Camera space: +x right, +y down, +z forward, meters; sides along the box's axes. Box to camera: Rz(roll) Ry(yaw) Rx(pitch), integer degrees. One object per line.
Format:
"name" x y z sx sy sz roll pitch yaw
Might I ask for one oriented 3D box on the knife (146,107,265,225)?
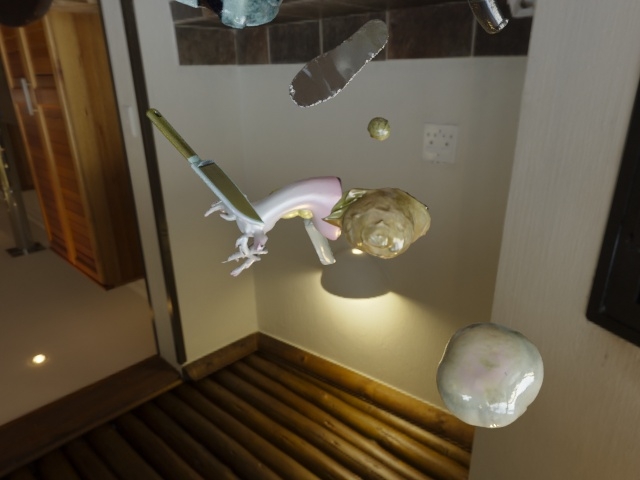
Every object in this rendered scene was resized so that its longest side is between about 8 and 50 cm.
"knife" -0.234 -0.153 0.907 0.343 0.027 0.061 48 -144 7

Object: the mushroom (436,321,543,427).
"mushroom" 0.430 0.341 1.117 0.260 0.234 0.253 -20 -124 21

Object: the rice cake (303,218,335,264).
"rice cake" 0.000 0.000 1.529 0.057 0.256 0.052 2 -125 20

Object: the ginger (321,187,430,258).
"ginger" 0.118 -0.014 0.698 0.193 0.115 0.122 10 -143 -33

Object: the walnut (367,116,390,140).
"walnut" 0.211 -0.403 1.580 0.092 0.092 0.092 -1 -159 0

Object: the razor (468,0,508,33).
"razor" 0.515 -0.712 1.358 0.054 0.148 0.090 -43 -152 2

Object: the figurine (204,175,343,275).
"figurine" -0.122 -0.039 1.099 0.316 0.206 0.284 -8 172 -16

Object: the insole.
"insole" 0.054 -0.469 1.169 0.328 0.111 0.007 -40 -153 -3

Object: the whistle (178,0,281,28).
"whistle" -0.227 -0.561 0.888 0.405 0.168 0.188 -16 -114 -24
